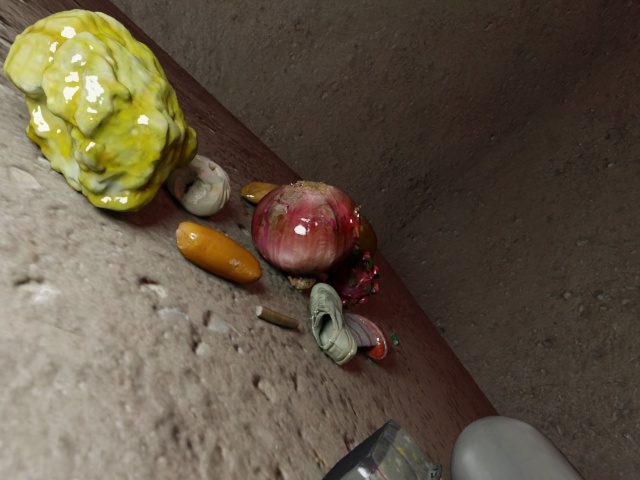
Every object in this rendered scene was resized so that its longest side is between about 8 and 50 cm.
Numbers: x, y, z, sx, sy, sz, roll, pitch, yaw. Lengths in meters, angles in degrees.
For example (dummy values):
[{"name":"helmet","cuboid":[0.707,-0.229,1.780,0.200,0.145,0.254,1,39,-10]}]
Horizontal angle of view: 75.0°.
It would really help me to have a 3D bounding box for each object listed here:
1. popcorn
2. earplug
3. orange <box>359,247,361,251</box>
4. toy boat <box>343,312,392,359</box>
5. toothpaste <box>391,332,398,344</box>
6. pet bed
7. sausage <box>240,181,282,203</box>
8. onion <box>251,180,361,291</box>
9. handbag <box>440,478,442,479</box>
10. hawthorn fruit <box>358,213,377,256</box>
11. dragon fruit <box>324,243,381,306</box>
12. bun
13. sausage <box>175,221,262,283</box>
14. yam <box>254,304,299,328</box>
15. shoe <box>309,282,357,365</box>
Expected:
[{"name":"popcorn","cuboid":[-0.382,-0.248,0.783,0.293,0.292,0.335,14,-48,39]},{"name":"earplug","cuboid":[0.499,0.643,1.033,0.312,0.312,0.394,43,8,-20]},{"name":"orange","cuboid":[0.118,0.093,1.847,0.224,0.170,0.224,42,16,-15]},{"name":"toy boat","cuboid":[0.106,0.307,1.333,0.206,0.096,0.282,46,21,31]},{"name":"toothpaste","cuboid":[0.326,0.434,1.843,0.017,0.020,0.083,50,10,-6]},{"name":"pet bed","cuboid":[0.089,0.395,0.612,0.159,0.183,0.211,49,11,19]},{"name":"sausage","cuboid":[-0.207,-0.181,1.700,0.134,0.116,0.354,29,7,15]},{"name":"onion","cuboid":[-0.038,-0.043,1.287,0.353,0.353,0.354,45,11,-11]},{"name":"handbag","cuboid":[0.299,0.627,1.018,0.061,0.027,0.083,50,12,6]},{"name":"hawthorn fruit","cuboid":[0.158,0.021,2.073,0.301,0.267,0.268,46,10,-18]},{"name":"dragon fruit","cuboid":[0.130,0.122,1.563,0.218,0.273,0.198,45,33,20]},{"name":"bun","cuboid":[-0.324,-0.156,1.131,0.178,0.128,0.193,46,13,-12]},{"name":"sausage","cuboid":[-0.225,0.032,0.939,0.238,0.098,0.098,39,13,-46]},{"name":"yam","cuboid":[-0.104,0.188,1.010,0.145,0.032,0.032,34,17,-49]},{"name":"shoe","cuboid":[0.015,0.219,1.178,0.098,0.103,0.275,37,16,-37]}]
